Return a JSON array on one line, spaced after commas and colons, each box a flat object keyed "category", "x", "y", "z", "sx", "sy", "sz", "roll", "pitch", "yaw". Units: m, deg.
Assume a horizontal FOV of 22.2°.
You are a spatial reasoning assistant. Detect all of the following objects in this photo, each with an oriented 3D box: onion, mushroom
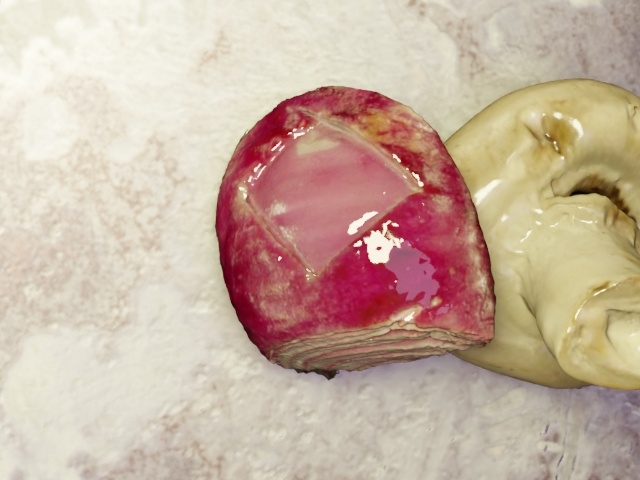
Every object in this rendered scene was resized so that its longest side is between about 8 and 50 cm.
[{"category": "onion", "x": 0.000, "y": 0.000, "z": 1.353, "sx": 0.111, "sy": 0.250, "sz": 0.247, "roll": -20, "pitch": 95, "yaw": -55}, {"category": "mushroom", "x": 0.228, "y": 0.008, "z": 1.413, "sx": 0.292, "sy": 0.290, "sz": 0.292, "roll": -5, "pitch": 107, "yaw": -16}]
